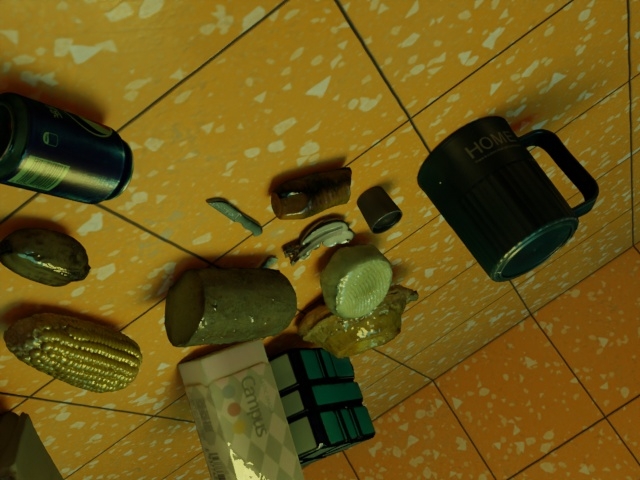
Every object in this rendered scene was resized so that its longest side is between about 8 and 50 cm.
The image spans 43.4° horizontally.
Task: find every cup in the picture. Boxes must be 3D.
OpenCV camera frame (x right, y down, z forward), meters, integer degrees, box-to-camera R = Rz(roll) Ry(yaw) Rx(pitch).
[{"bbox_3d":[0.415,-0.089,1.784,0.307,0.292,0.242,-10,147,-36],"label":"cup"},{"bbox_3d":[0.130,-0.064,1.758,0.078,0.077,0.100,-35,154,8],"label":"cup"}]

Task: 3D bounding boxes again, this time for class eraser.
[{"bbox_3d":[-0.194,0.462,1.994,0.213,0.397,0.082,-18,-177,-26],"label":"eraser"}]

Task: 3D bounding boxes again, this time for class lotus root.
[{"bbox_3d":[-0.435,0.024,1.279,0.089,0.081,0.179,-25,153,19],"label":"lotus root"}]

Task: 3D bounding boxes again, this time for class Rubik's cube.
[{"bbox_3d":[-0.063,0.466,2.211,0.293,0.284,0.288,-32,157,26],"label":"Rubik's cube"}]

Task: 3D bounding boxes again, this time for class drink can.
[{"bbox_3d":[-0.353,-0.117,1.074,0.118,0.118,0.205,-41,154,18],"label":"drink can"}]

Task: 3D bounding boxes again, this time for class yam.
[{"bbox_3d":[-0.190,0.134,1.664,0.268,0.161,0.161,1,140,-45],"label":"yam"}]

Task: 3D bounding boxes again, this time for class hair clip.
[{"bbox_3d":[0.000,0.000,1.765,0.172,0.049,0.116,-28,159,-13],"label":"hair clip"}]

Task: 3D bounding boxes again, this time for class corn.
[{"bbox_3d":[-0.459,0.216,1.546,0.130,0.130,0.347,-35,152,6],"label":"corn"}]

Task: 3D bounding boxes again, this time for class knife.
[{"bbox_3d":[-0.158,-0.045,1.543,0.028,0.015,0.210,-30,155,10],"label":"knife"},{"bbox_3d":[-0.132,0.065,1.778,0.096,0.010,0.027,-41,152,24],"label":"knife"}]

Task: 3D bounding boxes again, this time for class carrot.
[{"bbox_3d":[-0.012,-0.089,1.551,0.173,0.082,0.082,-16,151,-23],"label":"carrot"}]

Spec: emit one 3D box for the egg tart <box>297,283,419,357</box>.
[{"bbox_3d":[0.105,0.222,2.137,0.341,0.129,0.341,-18,160,-7],"label":"egg tart"}]

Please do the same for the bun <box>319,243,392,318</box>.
[{"bbox_3d":[0.076,0.088,1.918,0.195,0.118,0.196,-23,136,-25],"label":"bun"}]

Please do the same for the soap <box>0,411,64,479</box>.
[{"bbox_3d":[-0.667,0.526,1.550,0.350,0.213,0.435,-32,-166,-8],"label":"soap"}]
